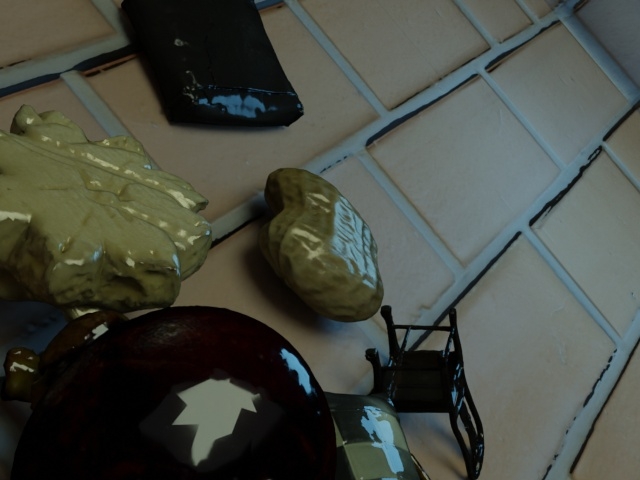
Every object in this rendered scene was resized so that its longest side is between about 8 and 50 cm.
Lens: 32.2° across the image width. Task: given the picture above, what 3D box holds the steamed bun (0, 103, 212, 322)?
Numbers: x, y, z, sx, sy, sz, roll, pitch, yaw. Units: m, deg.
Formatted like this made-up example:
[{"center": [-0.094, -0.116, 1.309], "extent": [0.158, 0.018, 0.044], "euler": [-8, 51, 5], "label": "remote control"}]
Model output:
[{"center": [-0.254, -0.005, 1.126], "extent": [0.295, 0.137, 0.292], "euler": [41, 28, 22], "label": "steamed bun"}]

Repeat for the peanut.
[{"center": [0.000, 0.000, 1.453], "extent": [0.197, 0.110, 0.233], "euler": [35, 37, -33], "label": "peanut"}]

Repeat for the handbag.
[{"center": [-0.144, -0.265, 1.569], "extent": [0.247, 0.080, 0.223], "euler": [-5, 62, -49], "label": "handbag"}]

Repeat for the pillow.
[{"center": [0.047, 0.273, 1.252], "extent": [0.186, 0.106, 0.250], "euler": [14, 44, -40], "label": "pillow"}]

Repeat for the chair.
[{"center": [0.142, 0.206, 1.451], "extent": [0.106, 0.113, 0.229], "euler": [-63, 146, -53], "label": "chair"}]

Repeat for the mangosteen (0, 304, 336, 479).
[{"center": [-0.136, 0.201, 0.988], "extent": [0.297, 0.293, 0.297], "euler": [2, 87, -36], "label": "mangosteen"}]

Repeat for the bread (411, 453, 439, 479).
[{"center": [0.201, 0.402, 1.318], "extent": [0.124, 0.084, 0.344], "euler": [-15, 69, -53], "label": "bread"}]
